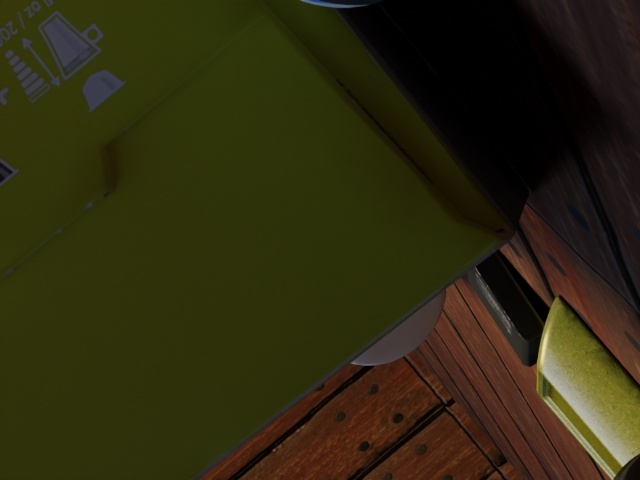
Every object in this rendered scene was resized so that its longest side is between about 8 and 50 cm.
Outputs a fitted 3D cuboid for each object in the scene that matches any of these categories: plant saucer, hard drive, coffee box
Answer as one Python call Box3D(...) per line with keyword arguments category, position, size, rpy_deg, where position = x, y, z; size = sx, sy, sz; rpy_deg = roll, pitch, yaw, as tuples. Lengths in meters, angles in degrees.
Box3D(category="plant saucer", position=(0.222, 0.142, 1.340), size=(0.188, 0.045, 0.188), rpy_deg=(50, 177, 14))
Box3D(category="hard drive", position=(0.149, 0.051, 1.445), size=(0.094, 0.022, 0.135), rpy_deg=(57, 179, 14))
Box3D(category="coffee box", position=(-0.125, -0.044, 0.948), size=(0.338, 0.337, 0.334), rpy_deg=(52, -171, 1))

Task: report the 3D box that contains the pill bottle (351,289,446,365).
Box3D(category="pill bottle", position=(0.000, 0.000, 1.688), size=(0.176, 0.176, 0.318), rpy_deg=(52, 177, -27))

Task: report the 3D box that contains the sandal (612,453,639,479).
Box3D(category="sandal", position=(0.287, 0.224, 0.992), size=(0.303, 0.120, 0.086), rpy_deg=(48, 148, 22))

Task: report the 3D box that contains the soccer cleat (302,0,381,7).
Box3D(category="soccer cleat", position=(-0.075, -0.220, 0.659), size=(0.331, 0.116, 0.143), rpy_deg=(52, 177, -25))
